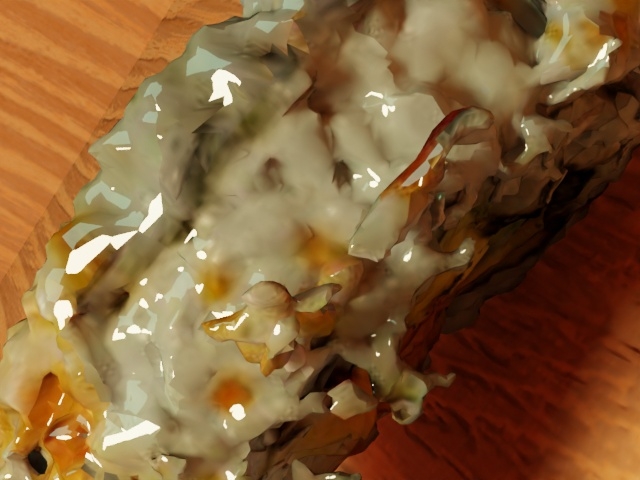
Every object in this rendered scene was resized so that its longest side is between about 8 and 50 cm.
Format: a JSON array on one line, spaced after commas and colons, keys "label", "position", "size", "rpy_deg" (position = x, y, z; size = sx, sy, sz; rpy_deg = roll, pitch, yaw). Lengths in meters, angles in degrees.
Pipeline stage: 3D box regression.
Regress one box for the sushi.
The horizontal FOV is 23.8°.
[{"label": "sushi", "position": [0.002, -0.002, 0.693], "size": [0.417, 0.176, 0.417], "rpy_deg": [-46, -5, -5]}]
